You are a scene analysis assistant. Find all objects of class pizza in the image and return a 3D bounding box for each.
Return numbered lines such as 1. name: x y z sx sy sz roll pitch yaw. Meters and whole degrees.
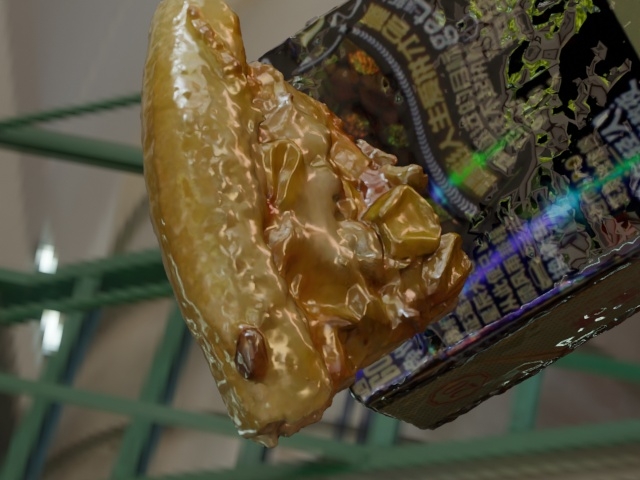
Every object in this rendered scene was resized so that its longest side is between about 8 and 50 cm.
1. pizza: 0.000 0.000 0.768 0.062 0.161 0.182 -33 49 37

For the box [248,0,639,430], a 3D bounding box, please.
1. box: 0.124 -0.068 0.932 0.084 0.310 0.198 28 -145 -61
